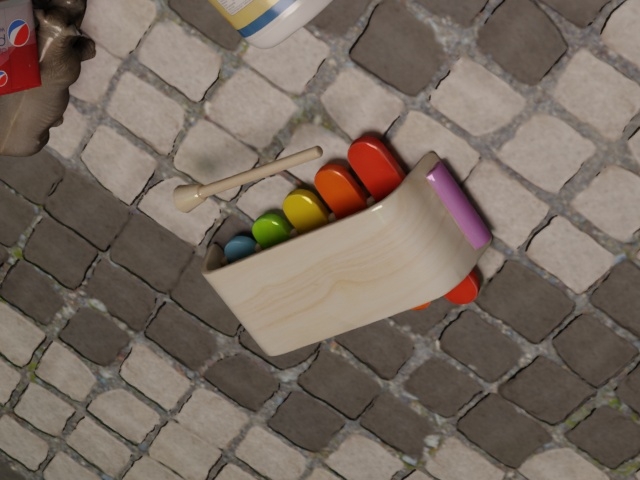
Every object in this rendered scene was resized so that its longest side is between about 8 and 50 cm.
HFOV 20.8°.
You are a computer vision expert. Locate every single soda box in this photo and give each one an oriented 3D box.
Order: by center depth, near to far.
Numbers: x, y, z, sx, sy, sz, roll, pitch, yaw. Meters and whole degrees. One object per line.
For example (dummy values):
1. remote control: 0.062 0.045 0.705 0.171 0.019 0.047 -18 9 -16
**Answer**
1. soda box: -0.380 -0.196 1.677 0.263 0.083 0.092 14 114 45

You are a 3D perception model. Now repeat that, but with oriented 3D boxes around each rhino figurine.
1. rhino figurine: -0.267 -0.174 1.698 0.073 0.106 0.243 31 133 -1

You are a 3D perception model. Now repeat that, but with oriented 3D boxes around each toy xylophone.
1. toy xylophone: 0.000 0.000 1.728 0.322 0.081 0.236 -13 120 33

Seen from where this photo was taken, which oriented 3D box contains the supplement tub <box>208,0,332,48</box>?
1. supplement tub: -0.068 -0.280 1.494 0.200 0.144 0.144 46 131 -13
